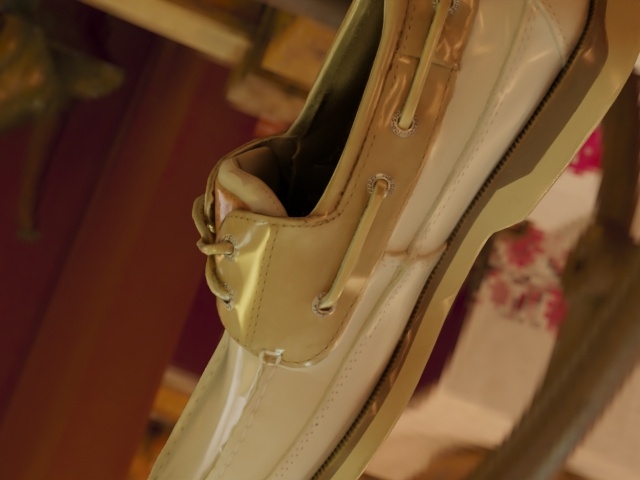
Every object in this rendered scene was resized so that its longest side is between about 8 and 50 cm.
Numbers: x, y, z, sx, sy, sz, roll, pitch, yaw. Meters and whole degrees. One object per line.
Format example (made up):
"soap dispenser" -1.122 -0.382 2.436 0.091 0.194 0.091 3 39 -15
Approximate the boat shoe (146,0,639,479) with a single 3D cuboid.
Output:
"boat shoe" 0.000 0.000 0.776 0.103 0.302 0.113 28 -169 -22
